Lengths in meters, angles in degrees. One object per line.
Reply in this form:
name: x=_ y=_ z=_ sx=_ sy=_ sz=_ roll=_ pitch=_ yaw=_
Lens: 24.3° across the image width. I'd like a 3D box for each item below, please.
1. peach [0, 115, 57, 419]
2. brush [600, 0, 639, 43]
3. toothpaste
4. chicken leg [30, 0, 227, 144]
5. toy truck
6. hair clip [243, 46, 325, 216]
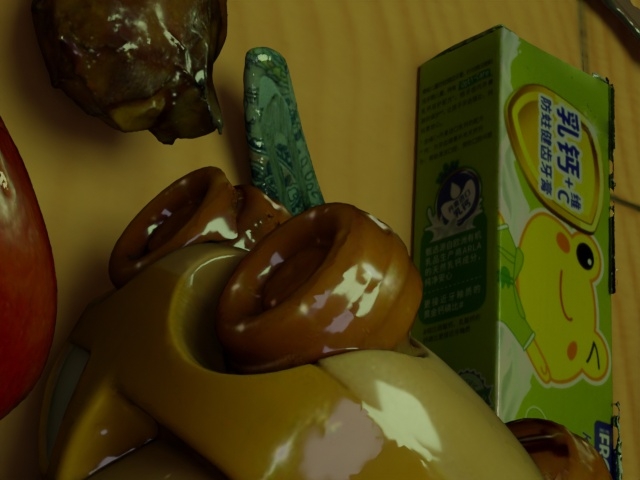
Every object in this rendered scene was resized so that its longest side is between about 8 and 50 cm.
peach: x=-0.203 y=-0.012 z=0.549 sx=0.196 sy=0.190 sz=0.226 roll=-37 pitch=100 yaw=-41
brush: x=0.298 y=-0.108 z=1.140 sx=0.301 sy=0.071 sz=0.084 roll=39 pitch=38 yaw=-18
toothpaste: x=0.118 y=0.038 z=0.908 sx=0.110 sy=0.077 sz=0.327 roll=19 pitch=64 yaw=-35
chicken leg: x=-0.077 y=-0.174 z=0.803 sx=0.113 sy=0.093 sz=0.304 roll=54 pitch=37 yaw=-39
toy truck: x=-0.018 y=0.107 z=0.641 sx=0.211 sy=0.288 sz=0.204 roll=-49 pitch=115 yaw=-14
hair clip: x=-0.001 y=0.001 z=0.838 sx=0.066 sy=0.036 sz=0.229 roll=-29 pitch=102 yaw=-39
